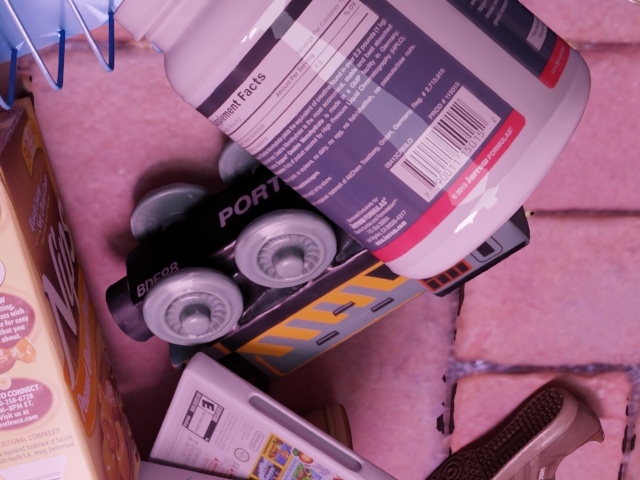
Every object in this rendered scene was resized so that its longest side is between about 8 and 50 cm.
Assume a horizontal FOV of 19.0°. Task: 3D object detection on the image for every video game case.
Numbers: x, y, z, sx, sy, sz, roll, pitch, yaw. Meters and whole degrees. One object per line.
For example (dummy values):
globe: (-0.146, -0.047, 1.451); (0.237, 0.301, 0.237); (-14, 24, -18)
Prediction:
video game case: (-0.039, 0.203, 1.518); (0.206, 0.026, 0.227); (33, 144, 5)

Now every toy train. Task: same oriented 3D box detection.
toy train: (0.000, 0.000, 1.472); (0.334, 0.142, 0.190); (-33, 132, 18)

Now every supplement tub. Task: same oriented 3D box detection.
supplement tub: (0.022, -0.123, 1.248); (0.272, 0.191, 0.191); (40, 115, -8)

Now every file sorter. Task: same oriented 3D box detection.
file sorter: (-0.204, -0.167, 1.340); (0.170, 0.104, 0.118); (-20, 126, 8)

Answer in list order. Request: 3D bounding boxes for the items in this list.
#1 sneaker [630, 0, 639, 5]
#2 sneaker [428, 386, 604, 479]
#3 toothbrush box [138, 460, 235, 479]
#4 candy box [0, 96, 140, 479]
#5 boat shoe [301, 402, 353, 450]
sneaker: (0.183, -0.241, 1.358); (0.192, 0.064, 0.086); (27, 103, -16)
sneaker: (0.168, 0.208, 1.678); (0.071, 0.066, 0.188); (36, 116, -28)
toothbrush box: (-0.161, 0.291, 1.585); (0.295, 0.126, 0.216); (7, 134, 34)
candy box: (-0.219, 0.071, 1.410); (0.087, 0.183, 0.316); (-13, 107, 3)
boat shoe: (-0.046, 0.279, 1.675); (0.110, 0.122, 0.341); (7, 127, -12)
